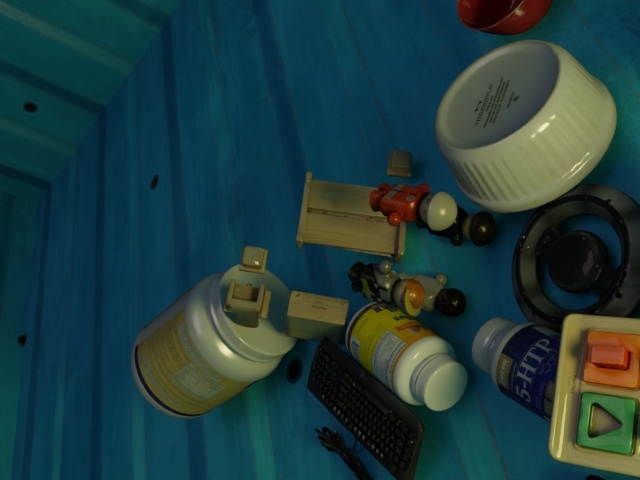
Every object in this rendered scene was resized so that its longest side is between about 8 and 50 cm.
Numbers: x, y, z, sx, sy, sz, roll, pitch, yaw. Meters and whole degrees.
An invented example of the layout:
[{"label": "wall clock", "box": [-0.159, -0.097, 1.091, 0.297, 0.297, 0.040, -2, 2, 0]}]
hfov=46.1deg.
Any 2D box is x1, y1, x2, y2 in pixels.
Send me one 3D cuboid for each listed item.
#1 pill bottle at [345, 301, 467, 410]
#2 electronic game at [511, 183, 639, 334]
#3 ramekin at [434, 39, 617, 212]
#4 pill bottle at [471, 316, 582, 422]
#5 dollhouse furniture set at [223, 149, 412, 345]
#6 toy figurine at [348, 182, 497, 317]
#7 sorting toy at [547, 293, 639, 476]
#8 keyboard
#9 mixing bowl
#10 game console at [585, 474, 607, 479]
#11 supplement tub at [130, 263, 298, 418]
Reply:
[{"label": "pill bottle", "box": [0.140, 0.189, 1.227, 0.215, 0.117, 0.117, 34, 99, 54]}, {"label": "electronic game", "box": [0.367, 0.031, 1.071, 0.229, 0.048, 0.229, -26, 56, 46]}, {"label": "ramekin", "box": [0.300, -0.186, 1.158, 0.273, 0.127, 0.273, -28, 41, 27]}, {"label": "pill bottle", "box": [0.300, 0.176, 1.027, 0.186, 0.112, 0.112, 27, 94, 55]}, {"label": "dollhouse furniture set", "box": [0.000, 0.000, 1.433, 0.174, 0.303, 0.356, 97, -178, -69]}, {"label": "toy figurine", "box": [0.168, 0.021, 1.208, 0.148, 0.213, 0.210, 16, 88, 39]}, {"label": "sorting toy", "box": [0.366, 0.175, 0.861, 0.196, 0.047, 0.348, 3, 74, 31]}, {"label": "keyboard", "box": [0.060, 0.317, 1.293, 0.317, 0.033, 0.202, 34, 121, 54]}, {"label": "mixing bowl", "box": [0.339, -0.431, 1.317, 0.181, 0.098, 0.181, -28, 52, 42]}, {"label": "game console", "box": [0.420, 0.272, 0.874, 0.213, 0.044, 0.361, 16, 84, 55]}, {"label": "supplement tub", "box": [-0.223, 0.213, 1.591, 0.331, 0.241, 0.241, -36, 45, 37]}]
